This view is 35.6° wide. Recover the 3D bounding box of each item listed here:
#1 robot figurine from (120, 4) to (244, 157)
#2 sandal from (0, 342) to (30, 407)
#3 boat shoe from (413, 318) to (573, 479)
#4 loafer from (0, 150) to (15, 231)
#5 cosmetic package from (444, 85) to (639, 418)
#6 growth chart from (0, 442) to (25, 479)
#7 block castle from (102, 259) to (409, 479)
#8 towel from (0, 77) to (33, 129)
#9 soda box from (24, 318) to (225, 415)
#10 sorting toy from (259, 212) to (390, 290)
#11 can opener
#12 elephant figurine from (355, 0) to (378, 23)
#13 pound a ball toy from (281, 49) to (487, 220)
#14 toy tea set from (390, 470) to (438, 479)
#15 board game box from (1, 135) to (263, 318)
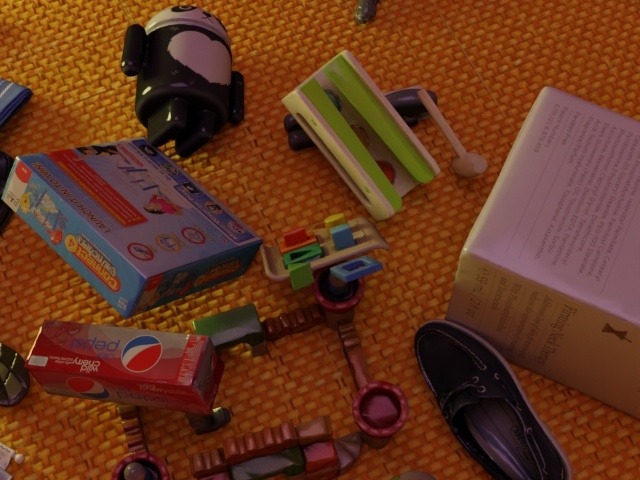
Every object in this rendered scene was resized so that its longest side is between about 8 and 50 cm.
[{"bbox_3d":[-0.245,-0.294,1.805,0.174,0.209,0.278,-6,61,10],"label":"robot figurine"},{"bbox_3d":[-0.556,0.209,1.643,0.219,0.060,0.090,21,60,26],"label":"sandal"},{"bbox_3d":[0.249,0.266,1.549,0.127,0.113,0.340,-42,72,27],"label":"boat shoe"},{"bbox_3d":[-0.619,-0.038,1.735,0.109,0.095,0.302,18,66,11],"label":"loafer"},{"bbox_3d":[0.444,0.032,1.556,0.394,0.329,0.327,24,67,13],"label":"cosmetic package"},{"bbox_3d":[-0.569,0.411,1.563,0.172,0.021,0.237,22,67,10],"label":"growth chart"},{"bbox_3d":[-0.116,0.231,1.536,0.454,0.213,0.302,-16,65,-7],"label":"block castle"},{"bbox_3d":[-0.732,-0.253,1.839,0.336,0.040,0.243,21,56,16],"label":"towel"},{"bbox_3d":[-0.278,0.180,1.425,0.263,0.092,0.083,5,55,16],"label":"soda box"},{"bbox_3d":[0.000,0.000,1.598,0.196,0.347,0.047,-15,105,-3],"label":"sorting toy"},{"bbox_3d":[0.072,-0.235,1.827,0.281,0.093,0.074,-14,66,0],"label":"can opener"},{"bbox_3d":[0.088,-0.582,1.962,0.239,0.169,0.186,-44,42,-2],"label":"elephant figurine"},{"bbox_3d":[0.110,-0.184,1.744,0.208,0.136,0.319,-42,99,-15],"label":"pound a ball toy"},{"bbox_3d":[0.184,0.512,1.474,0.336,0.124,0.200,42,42,22],"label":"toy tea set"},{"bbox_3d":[-0.301,-0.035,1.636,0.308,0.086,0.302,41,30,18],"label":"board game box"}]
